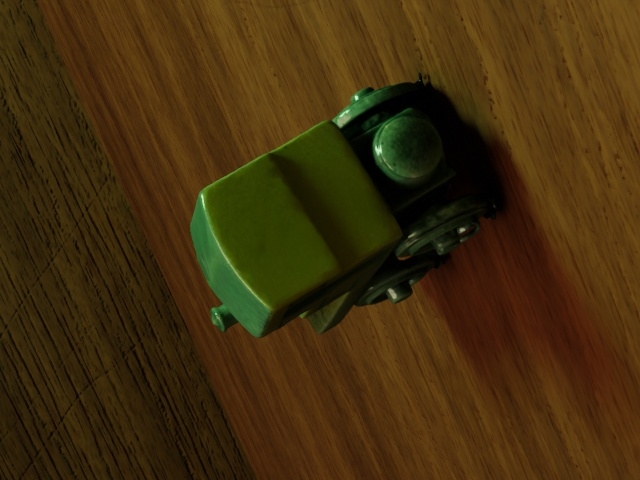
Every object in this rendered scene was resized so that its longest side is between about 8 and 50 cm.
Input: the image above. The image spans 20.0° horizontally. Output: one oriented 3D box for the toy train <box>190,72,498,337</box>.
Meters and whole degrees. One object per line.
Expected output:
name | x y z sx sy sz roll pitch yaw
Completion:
toy train | 0.000 0.000 1.538 0.150 0.237 0.369 58 165 9
